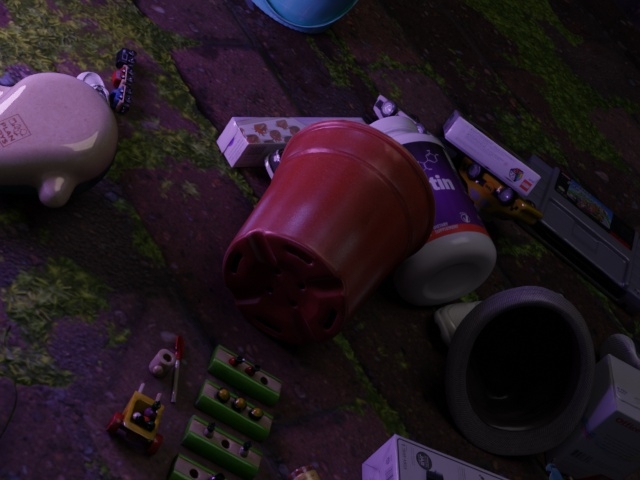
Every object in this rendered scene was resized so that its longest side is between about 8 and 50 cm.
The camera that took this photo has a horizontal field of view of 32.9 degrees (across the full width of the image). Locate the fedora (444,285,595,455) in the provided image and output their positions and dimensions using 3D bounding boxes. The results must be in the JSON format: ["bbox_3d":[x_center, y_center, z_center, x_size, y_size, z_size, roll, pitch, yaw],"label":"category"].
[{"bbox_3d":[0.309,0.193,1.741,0.243,0.276,0.124,-4,16,-5],"label":"fedora"}]

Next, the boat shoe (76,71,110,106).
[{"bbox_3d":[-0.351,-0.207,1.674,0.066,0.063,0.184,23,40,-23],"label":"boat shoe"}]

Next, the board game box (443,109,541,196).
[{"bbox_3d":[0.335,-0.179,2.162,0.193,0.053,0.305,37,11,-1],"label":"board game box"}]

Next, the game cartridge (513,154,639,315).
[{"bbox_3d":[0.559,-0.021,2.303,0.355,0.068,0.230,38,40,-3],"label":"game cartridge"}]

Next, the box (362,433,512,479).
[{"bbox_3d":[0.201,0.403,1.512,0.290,0.087,0.169,24,39,-21],"label":"box"}]

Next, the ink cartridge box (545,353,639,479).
[{"bbox_3d":[0.471,0.302,1.783,0.128,0.176,0.127,28,38,-17],"label":"ink cartridge box"}]

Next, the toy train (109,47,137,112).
[{"bbox_3d":[-0.326,-0.267,1.790,0.036,0.027,0.158,18,41,-23],"label":"toy train"}]

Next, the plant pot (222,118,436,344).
[{"bbox_3d":[0.000,0.000,1.630,0.272,0.272,0.265,39,44,-2],"label":"plant pot"}]

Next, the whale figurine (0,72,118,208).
[{"bbox_3d":[-0.413,-0.117,1.498,0.272,0.141,0.216,-29,71,-27],"label":"whale figurine"}]

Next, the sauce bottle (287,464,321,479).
[{"bbox_3d":[0.000,0.358,1.421,0.042,0.042,0.128,-5,58,-44],"label":"sauce bottle"}]

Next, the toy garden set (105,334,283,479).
[{"bbox_3d":[-0.154,0.216,1.422,0.203,0.049,0.244,31,37,-12],"label":"toy garden set"}]

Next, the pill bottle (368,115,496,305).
[{"bbox_3d":[0.167,-0.058,1.884,0.181,0.181,0.323,7,48,-37],"label":"pill bottle"}]

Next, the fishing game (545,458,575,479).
[{"bbox_3d":[0.407,0.410,1.640,0.189,0.041,0.264,55,10,20],"label":"fishing game"}]

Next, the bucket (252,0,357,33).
[{"bbox_3d":[-0.030,-0.576,2.247,0.281,0.183,0.281,23,39,-21],"label":"bucket"}]

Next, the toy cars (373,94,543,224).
[{"bbox_3d":[0.254,-0.139,2.126,0.393,0.087,0.176,36,11,-2],"label":"toy cars"}]

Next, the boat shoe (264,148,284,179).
[{"bbox_3d":[0.003,-0.076,1.827,0.228,0.068,0.081,46,38,-7],"label":"boat shoe"}]

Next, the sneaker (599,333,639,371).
[{"bbox_3d":[0.642,0.286,2.015,0.153,0.101,0.269,2,48,-37],"label":"sneaker"}]

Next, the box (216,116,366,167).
[{"bbox_3d":[-0.037,-0.176,1.923,0.324,0.067,0.063,-7,57,-44],"label":"box"}]

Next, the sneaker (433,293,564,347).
[{"bbox_3d":[0.316,0.133,1.875,0.292,0.118,0.110,1,53,-39],"label":"sneaker"}]
